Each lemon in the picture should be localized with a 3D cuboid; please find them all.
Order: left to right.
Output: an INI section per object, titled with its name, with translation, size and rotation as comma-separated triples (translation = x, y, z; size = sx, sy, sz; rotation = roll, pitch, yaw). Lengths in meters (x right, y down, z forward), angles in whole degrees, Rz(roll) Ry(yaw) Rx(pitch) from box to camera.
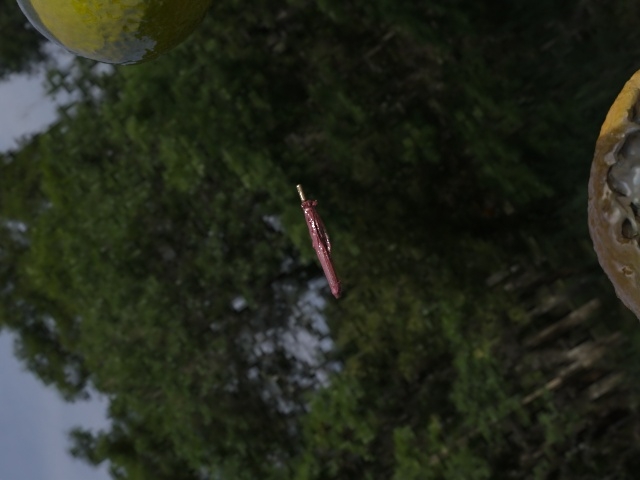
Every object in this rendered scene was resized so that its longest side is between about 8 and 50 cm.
[lemon]
translation = -0.168, -0.247, 1.027
size = 0.184, 0.184, 0.248
rotation = 59, 155, 15

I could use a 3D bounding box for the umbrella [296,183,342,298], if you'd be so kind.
[umbrella]
translation = 0.000, 0.000, 1.698
size = 0.025, 0.027, 0.165
rotation = -8, -104, -50

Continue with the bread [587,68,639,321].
[bread]
translation = 0.334, -0.030, 0.934
size = 0.274, 0.274, 0.149
rotation = 58, -174, 10
